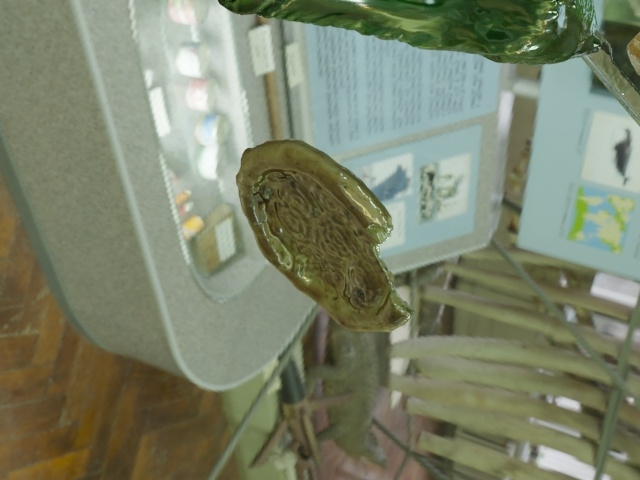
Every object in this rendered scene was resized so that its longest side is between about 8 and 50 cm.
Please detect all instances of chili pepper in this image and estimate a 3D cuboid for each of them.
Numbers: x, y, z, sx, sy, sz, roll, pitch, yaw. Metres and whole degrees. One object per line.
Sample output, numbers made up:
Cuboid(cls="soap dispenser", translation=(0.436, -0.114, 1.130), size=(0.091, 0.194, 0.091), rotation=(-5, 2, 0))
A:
Cuboid(cls="chili pepper", translation=(0.047, -0.108, 0.359), size=(0.216, 0.108, 0.062), rotation=(14, 74, -48))

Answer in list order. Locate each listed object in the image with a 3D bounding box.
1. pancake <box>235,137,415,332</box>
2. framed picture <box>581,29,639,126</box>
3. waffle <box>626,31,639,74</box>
Cuboid(cls="pancake", translation=(0.000, 0.000, 0.867), size=(0.029, 0.212, 0.235), rotation=(-44, 127, -29))
Cuboid(cls="framed picture", translation=(0.247, -0.117, 0.721), size=(0.281, 0.019, 0.209), rotation=(37, 23, -32))
Cuboid(cls="waffle", translation=(0.521, -0.288, 1.144), size=(0.248, 0.055, 0.221), rotation=(-44, -160, 17))
